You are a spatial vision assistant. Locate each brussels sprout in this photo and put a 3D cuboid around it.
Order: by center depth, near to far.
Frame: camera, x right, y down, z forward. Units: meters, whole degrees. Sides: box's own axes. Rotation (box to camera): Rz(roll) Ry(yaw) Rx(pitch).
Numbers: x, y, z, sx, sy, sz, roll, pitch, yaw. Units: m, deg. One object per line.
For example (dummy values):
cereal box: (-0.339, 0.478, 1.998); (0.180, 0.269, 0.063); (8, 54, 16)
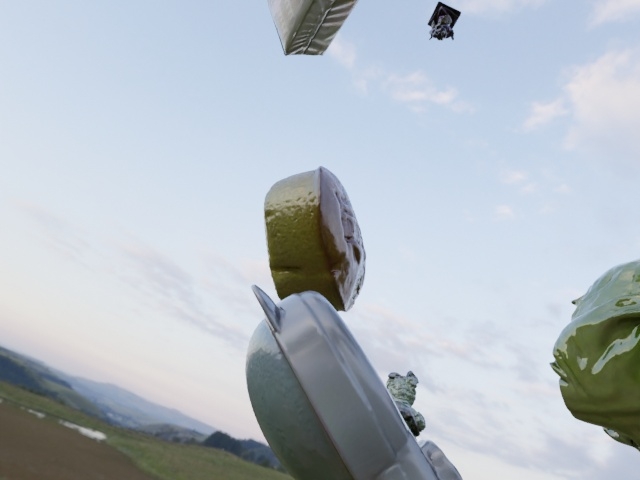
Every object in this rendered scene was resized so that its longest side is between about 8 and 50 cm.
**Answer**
brussels sprout: (0.705, 0.200, 0.927); (0.342, 0.425, 0.361); (42, -28, 2)

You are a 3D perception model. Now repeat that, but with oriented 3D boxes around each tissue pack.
tissue pack: (-0.020, -0.547, 1.052); (0.124, 0.185, 0.225); (-12, -9, -25)

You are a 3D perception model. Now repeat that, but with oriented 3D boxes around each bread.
bread: (0.000, 0.000, 0.850); (0.147, 0.270, 0.270); (-10, -33, 13)

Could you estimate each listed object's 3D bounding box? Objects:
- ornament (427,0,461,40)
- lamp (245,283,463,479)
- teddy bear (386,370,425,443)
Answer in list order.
ornament: (0.373, -0.636, 1.457); (0.081, 0.203, 0.088); (20, -48, -5)
lamp: (0.014, 0.151, 0.396); (0.246, 0.108, 0.179); (51, -7, 20)
teddy bear: (0.188, 0.423, 1.178); (0.133, 0.213, 0.111); (-7, -20, 28)
